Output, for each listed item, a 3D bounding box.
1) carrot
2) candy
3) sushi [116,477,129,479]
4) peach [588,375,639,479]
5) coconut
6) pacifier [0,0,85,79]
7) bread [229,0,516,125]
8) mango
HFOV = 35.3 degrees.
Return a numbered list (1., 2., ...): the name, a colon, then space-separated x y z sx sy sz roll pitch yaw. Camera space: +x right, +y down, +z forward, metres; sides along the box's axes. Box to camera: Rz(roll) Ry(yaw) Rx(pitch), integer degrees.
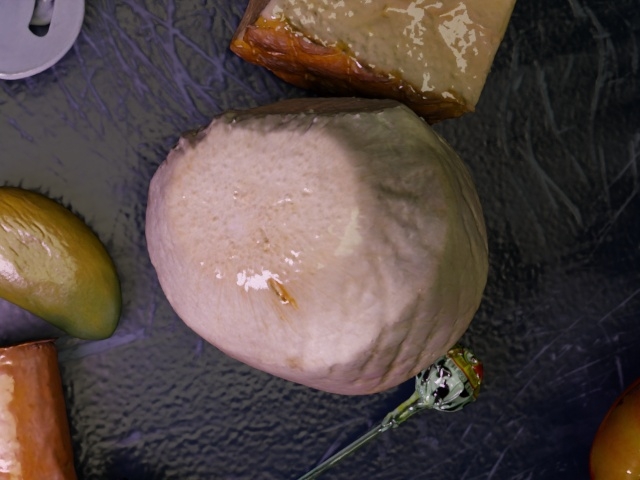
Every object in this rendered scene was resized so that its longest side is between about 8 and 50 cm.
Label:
1. carrot: -0.390 0.255 1.218 0.195 0.196 0.254 -9 91 -11
2. candy: 0.090 0.245 1.383 0.305 0.083 0.091 -33 102 0
3. sushi: -0.192 0.408 1.285 0.172 0.150 0.153 33 99 22
4. peach: 0.551 0.322 1.360 0.369 0.370 0.370 -1 94 -12
5. coconut: 0.000 0.000 1.208 0.415 0.415 0.345 18 84 -13
6. pacifier: -0.411 -0.317 1.163 0.278 0.207 0.228 9 77 -13
7. bread: 0.061 -0.278 1.233 0.279 0.279 0.207 23 87 -11
8. mango: -0.342 0.025 1.260 0.237 0.091 0.137 32 92 -18
